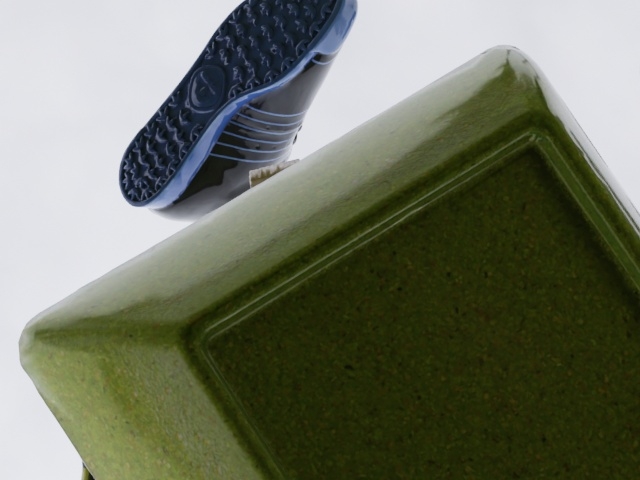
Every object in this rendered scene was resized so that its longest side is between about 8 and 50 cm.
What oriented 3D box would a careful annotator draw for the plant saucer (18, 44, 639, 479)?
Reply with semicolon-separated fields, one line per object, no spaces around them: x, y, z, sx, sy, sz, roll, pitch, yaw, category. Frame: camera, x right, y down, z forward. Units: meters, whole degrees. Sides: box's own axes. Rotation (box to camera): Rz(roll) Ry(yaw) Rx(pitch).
0.043;0.052;0.517;0.188;0.045;0.188;-31;-97;-21;plant saucer

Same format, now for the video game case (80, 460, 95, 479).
0.034;0.210;0.658;0.274;0.035;0.248;3;-105;9;video game case

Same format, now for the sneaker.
-0.045;-0.100;1.328;0.090;0.232;0.081;18;-144;-50;sneaker

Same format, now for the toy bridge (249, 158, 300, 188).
0.000;0.000;0.922;0.063;0.026;0.188;-14;-155;2;toy bridge
